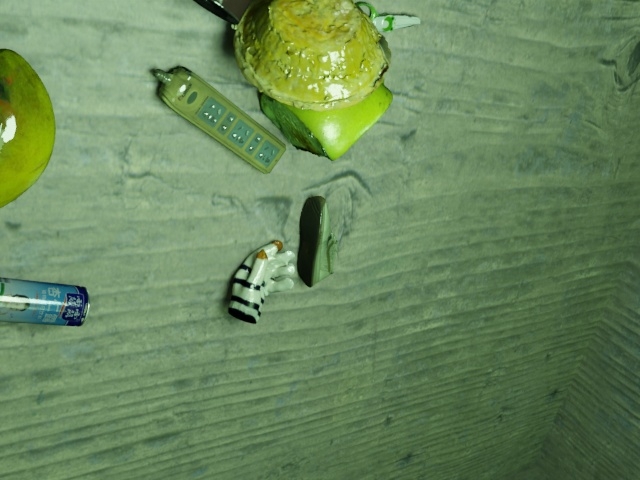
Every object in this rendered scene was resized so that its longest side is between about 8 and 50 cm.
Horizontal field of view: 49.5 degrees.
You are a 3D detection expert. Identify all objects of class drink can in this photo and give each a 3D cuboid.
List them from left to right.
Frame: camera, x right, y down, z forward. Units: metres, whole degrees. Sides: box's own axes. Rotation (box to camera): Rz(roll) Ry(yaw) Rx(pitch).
[{"bbox_3d":[-0.629,0.132,1.499,0.235,0.097,0.097,12,111,-42],"label":"drink can"}]

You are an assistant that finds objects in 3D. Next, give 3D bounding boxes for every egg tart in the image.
[{"bbox_3d":[-0.015,-0.417,1.421,0.341,0.341,0.132,-27,159,-19],"label":"egg tart"}]

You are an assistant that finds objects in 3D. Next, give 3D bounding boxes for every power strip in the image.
[{"bbox_3d":[-0.220,-0.270,1.553,0.388,0.066,0.092,33,94,-44],"label":"power strip"}]

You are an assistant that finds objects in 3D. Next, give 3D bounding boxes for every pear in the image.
[{"bbox_3d":[-0.602,-0.185,1.196,0.269,0.269,0.321,5,115,-39],"label":"pear"},{"bbox_3d":[0.030,-0.336,1.566,0.282,0.286,0.176,-39,115,-9],"label":"pear"}]

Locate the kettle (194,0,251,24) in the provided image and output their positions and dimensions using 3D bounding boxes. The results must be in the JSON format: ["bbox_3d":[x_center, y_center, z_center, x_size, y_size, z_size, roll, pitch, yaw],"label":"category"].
[{"bbox_3d":[-0.184,-0.571,1.347,0.202,0.144,0.232,30,93,-14],"label":"kettle"}]

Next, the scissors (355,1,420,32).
[{"bbox_3d":[0.157,-0.526,1.685,0.205,0.027,0.101,-11,126,-29],"label":"scissors"}]

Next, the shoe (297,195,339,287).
[{"bbox_3d":[0.000,0.000,1.876,0.098,0.103,0.274,-17,133,-29],"label":"shoe"}]

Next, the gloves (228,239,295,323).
[{"bbox_3d":[-0.160,0.101,1.823,0.140,0.131,0.218,36,64,-41],"label":"gloves"}]
